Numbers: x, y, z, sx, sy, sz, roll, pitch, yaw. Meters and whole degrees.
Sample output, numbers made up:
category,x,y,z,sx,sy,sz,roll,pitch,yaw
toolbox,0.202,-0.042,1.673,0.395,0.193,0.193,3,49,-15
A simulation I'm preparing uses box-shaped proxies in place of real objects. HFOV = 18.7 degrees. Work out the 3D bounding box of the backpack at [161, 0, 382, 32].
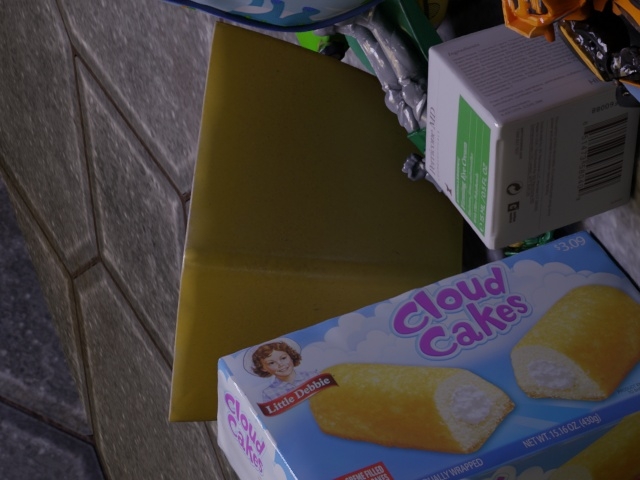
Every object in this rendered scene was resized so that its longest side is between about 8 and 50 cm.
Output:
category,x,y,z,sx,sy,sz,roll,pitch,yaw
backpack,0.003,-0.255,0.915,0.355,0.290,0.273,-6,76,60

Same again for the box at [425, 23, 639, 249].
category,x,y,z,sx,sy,sz,roll,pitch,yaw
box,0.126,-0.069,1.163,0.101,0.102,0.087,88,156,-43

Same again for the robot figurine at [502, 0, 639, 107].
category,x,y,z,sx,sy,sz,roll,pitch,yaw
robot figurine,0.169,-0.155,0.991,0.291,0.085,0.211,27,132,63

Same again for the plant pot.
category,x,y,z,sx,sy,sz,roll,pitch,yaw
plant pot,0.000,0.000,1.375,0.212,0.187,0.212,102,175,-54

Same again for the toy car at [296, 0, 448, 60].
category,x,y,z,sx,sy,sz,roll,pitch,yaw
toy car,0.023,-0.205,1.391,0.239,0.053,0.225,64,160,21

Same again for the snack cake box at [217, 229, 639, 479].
category,x,y,z,sx,sy,sz,roll,pitch,yaw
snack cake box,0.086,0.106,1.186,0.152,0.264,0.089,55,154,39

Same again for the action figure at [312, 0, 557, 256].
category,x,y,z,sx,sy,sz,roll,pitch,yaw
action figure,0.087,-0.062,1.271,0.232,0.063,0.137,52,170,-6
